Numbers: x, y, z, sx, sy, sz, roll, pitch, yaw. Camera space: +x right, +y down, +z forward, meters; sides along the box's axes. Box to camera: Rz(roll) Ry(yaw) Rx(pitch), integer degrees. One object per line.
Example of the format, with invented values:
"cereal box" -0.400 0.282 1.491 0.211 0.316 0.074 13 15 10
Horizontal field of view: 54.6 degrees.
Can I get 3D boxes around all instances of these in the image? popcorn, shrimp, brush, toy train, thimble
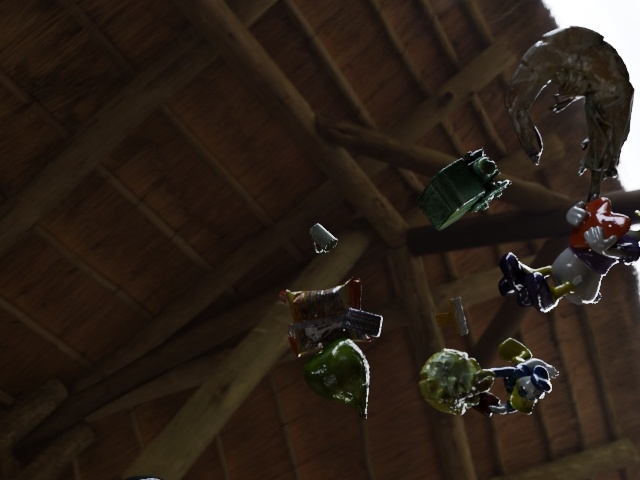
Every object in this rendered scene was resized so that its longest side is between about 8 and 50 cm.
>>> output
"popcorn" 0.390 0.400 1.773 0.198 0.212 0.198 0 -90 -44
"shrimp" 0.507 -0.247 1.254 0.085 0.246 0.361 -31 -69 -74
"brush" 0.367 0.223 1.771 0.272 0.013 0.103 110 149 -79
"toy train" 0.439 -0.152 1.936 0.238 0.299 0.167 -31 -103 -13
"thimble" 0.112 0.224 1.684 0.104 0.095 0.066 16 -96 -11

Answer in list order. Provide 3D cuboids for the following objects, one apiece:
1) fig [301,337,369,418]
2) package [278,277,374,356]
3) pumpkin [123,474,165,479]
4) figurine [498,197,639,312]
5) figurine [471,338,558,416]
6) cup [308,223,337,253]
"fig" 0.076 0.424 1.876 0.235 0.203 0.203 51 -138 2
"package" 0.013 0.242 1.996 0.108 0.288 0.223 22 -126 -75
"pumpkin" -0.418 0.645 1.412 0.162 0.220 0.221 41 -129 -32
"figurine" 0.545 0.024 1.165 0.193 0.420 0.154 58 -175 -30
"figurine" 0.580 0.418 1.863 0.283 0.338 0.205 -18 -99 -8
"cup" 0.004 -0.003 1.977 0.054 0.075 0.083 -25 -122 -38
